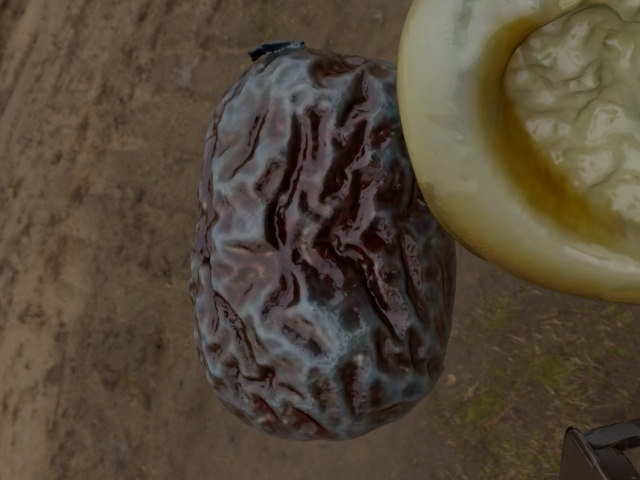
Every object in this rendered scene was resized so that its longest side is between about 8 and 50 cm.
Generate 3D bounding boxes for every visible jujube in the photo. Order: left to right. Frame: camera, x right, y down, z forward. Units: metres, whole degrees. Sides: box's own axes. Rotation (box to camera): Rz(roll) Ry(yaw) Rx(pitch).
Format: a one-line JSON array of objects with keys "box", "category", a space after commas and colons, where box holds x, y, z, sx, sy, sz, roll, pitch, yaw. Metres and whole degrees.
[{"box": [0.000, 0.000, 0.676, 0.226, 0.226, 0.317, -4, 87, 41], "category": "jujube"}]

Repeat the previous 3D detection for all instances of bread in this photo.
[{"box": [0.247, -0.139, 0.448, 0.423, 0.329, 0.245, -16, 50, 13], "category": "bread"}]

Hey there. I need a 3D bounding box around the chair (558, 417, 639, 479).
[{"box": [0.214, 0.254, 0.592, 0.319, 0.160, 0.186, -12, 36, -9], "category": "chair"}]
